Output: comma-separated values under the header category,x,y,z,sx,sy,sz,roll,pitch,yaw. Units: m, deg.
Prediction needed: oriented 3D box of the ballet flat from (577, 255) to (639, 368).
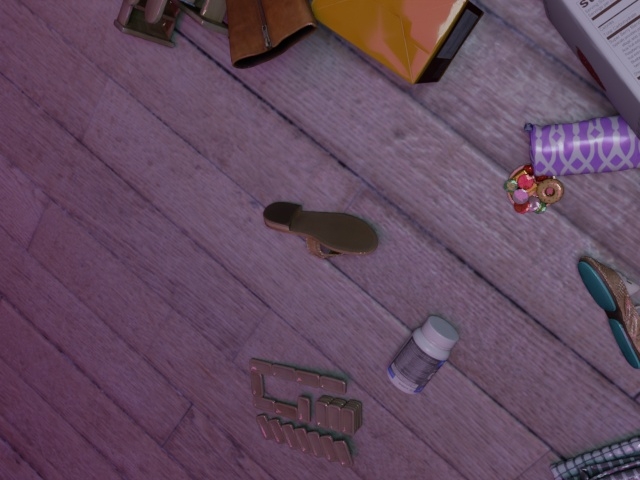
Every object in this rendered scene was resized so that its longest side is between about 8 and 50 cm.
category,x,y,z,sx,sy,sz,roll,pitch,yaw
ballet flat,0.486,0.105,0.922,0.067,0.073,0.206,-29,95,-1

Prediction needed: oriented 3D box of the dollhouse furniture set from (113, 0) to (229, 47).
category,x,y,z,sx,sy,sz,roll,pitch,yaw
dollhouse furniture set,-0.240,-0.391,1.001,0.242,0.212,0.161,45,118,34

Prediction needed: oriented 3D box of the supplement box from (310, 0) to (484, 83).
category,x,y,z,sx,sy,sz,roll,pitch,yaw
supplement box,0.119,-0.344,0.868,0.191,0.194,0.129,37,115,9

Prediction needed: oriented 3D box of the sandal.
category,x,y,z,sx,sy,sz,roll,pitch,yaw
sandal,0.003,-0.004,1.089,0.240,0.088,0.079,18,142,24

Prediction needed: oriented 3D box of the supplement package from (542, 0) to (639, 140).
category,x,y,z,sx,sy,sz,roll,pitch,yaw
supplement package,0.429,-0.268,0.723,0.175,0.177,0.293,-34,71,21

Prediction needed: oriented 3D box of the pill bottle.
category,x,y,z,sx,sy,sz,roll,pitch,yaw
pill bottle,0.188,0.209,1.055,0.078,0.078,0.137,36,115,10

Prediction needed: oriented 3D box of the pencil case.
category,x,y,z,sx,sy,sz,roll,pitch,yaw
pencil case,0.416,-0.145,0.863,0.206,0.088,0.086,-1,125,22

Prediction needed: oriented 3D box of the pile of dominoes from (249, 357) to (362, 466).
category,x,y,z,sx,sy,sz,roll,pitch,yaw
pile of dominoes,-0.033,0.356,1.221,0.251,0.040,0.196,7,107,29

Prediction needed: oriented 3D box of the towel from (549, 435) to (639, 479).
category,x,y,z,sx,sy,sz,roll,pitch,yaw
towel,0.556,0.479,0.954,0.235,0.121,0.284,-31,91,25

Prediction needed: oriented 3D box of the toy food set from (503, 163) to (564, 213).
category,x,y,z,sx,sy,sz,roll,pitch,yaw
toy food set,0.346,-0.084,0.943,0.082,0.020,0.083,-40,87,26

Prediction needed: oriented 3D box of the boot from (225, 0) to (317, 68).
category,x,y,z,sx,sy,sz,roll,pitch,yaw
boot,-0.053,-0.420,0.814,0.264,0.096,0.280,-21,71,26
